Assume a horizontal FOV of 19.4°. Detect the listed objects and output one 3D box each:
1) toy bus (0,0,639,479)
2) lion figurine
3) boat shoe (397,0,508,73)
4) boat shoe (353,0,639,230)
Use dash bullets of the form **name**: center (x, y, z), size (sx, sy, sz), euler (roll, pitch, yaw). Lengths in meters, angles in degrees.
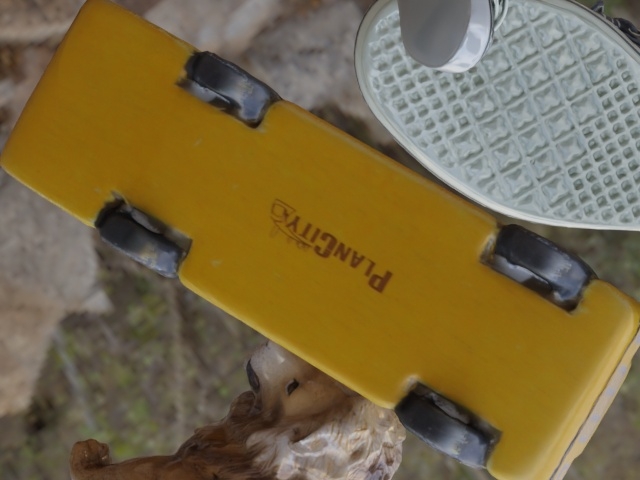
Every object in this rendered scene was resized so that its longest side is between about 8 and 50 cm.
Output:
- **toy bus**: center (0.000, 0.000, 0.937), size (0.108, 0.332, 0.130), euler (-60, 162, 1)
- **lion figurine**: center (-0.116, 0.225, 1.194), size (0.240, 0.142, 0.392), euler (-2, -137, 47)
- **boat shoe**: center (0.095, -0.176, 1.298), size (0.070, 0.219, 0.078), euler (20, 117, -21)
- **boat shoe**: center (0.234, -0.107, 1.614), size (0.500, 0.156, 0.187), euler (14, 105, -28)
